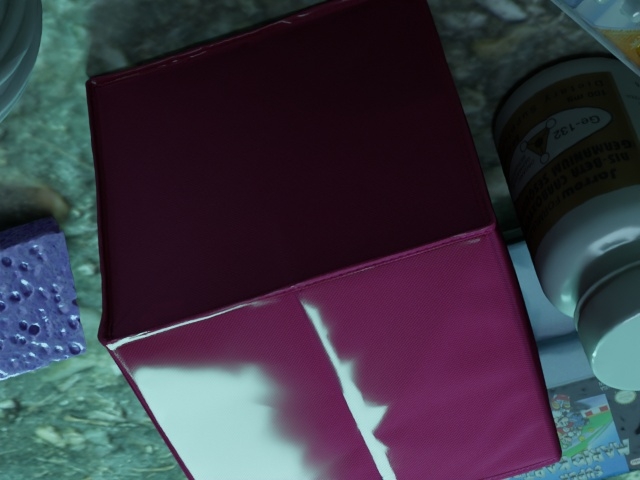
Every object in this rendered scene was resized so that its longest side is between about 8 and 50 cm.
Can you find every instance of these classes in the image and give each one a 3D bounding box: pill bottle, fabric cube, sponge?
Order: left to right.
[{"bbox_3d":[-0.289,0.065,1.150,0.210,0.031,0.117,-18,124,-18],"label":"sponge"},{"bbox_3d":[0.001,0.020,1.053,0.259,0.254,0.258,-17,138,7],"label":"fabric cube"},{"bbox_3d":[0.214,-0.013,1.095,0.131,0.229,0.131,-7,140,-6],"label":"pill bottle"}]

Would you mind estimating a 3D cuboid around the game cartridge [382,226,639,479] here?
[{"bbox_3d":[0.156,0.109,1.261,0.355,0.068,0.230,-17,105,12],"label":"game cartridge"}]

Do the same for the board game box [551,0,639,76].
[{"bbox_3d":[0.274,-0.265,0.834,0.390,0.050,0.390,-42,145,17],"label":"board game box"}]

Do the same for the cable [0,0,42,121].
[{"bbox_3d":[-0.277,-0.136,0.807,0.257,0.257,0.089,-7,151,-41],"label":"cable"}]
